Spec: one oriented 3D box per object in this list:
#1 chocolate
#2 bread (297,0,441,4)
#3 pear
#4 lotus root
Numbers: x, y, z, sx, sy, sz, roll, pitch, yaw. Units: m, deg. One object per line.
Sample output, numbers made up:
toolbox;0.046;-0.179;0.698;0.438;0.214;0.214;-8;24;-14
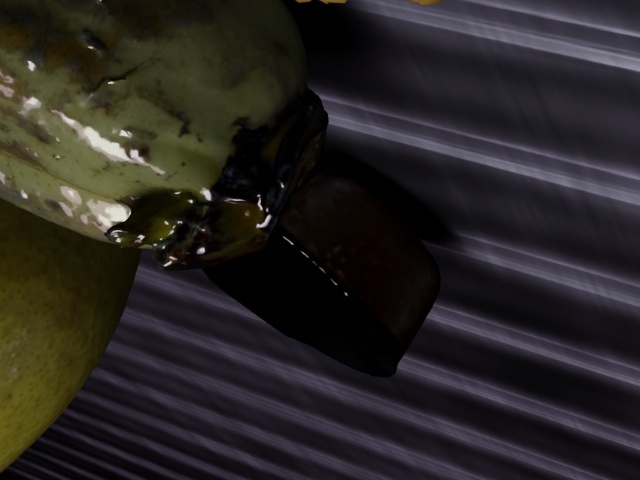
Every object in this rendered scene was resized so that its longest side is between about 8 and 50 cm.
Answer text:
chocolate;0.000;0.000;1.052;0.149;0.080;0.125;25;152;32
bread;0.031;-0.153;0.478;0.167;0.132;0.294;37;159;-28
pear;-0.243;-0.001;1.052;0.304;0.304;0.304;25;162;9
lotus root;-0.143;-0.097;0.861;0.309;0.173;0.173;23;162;6
